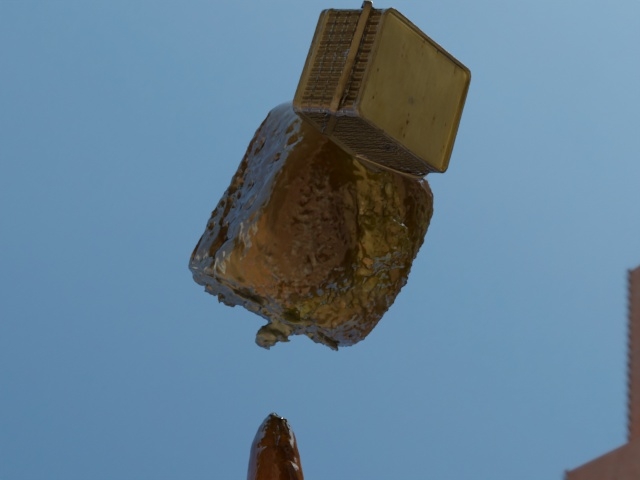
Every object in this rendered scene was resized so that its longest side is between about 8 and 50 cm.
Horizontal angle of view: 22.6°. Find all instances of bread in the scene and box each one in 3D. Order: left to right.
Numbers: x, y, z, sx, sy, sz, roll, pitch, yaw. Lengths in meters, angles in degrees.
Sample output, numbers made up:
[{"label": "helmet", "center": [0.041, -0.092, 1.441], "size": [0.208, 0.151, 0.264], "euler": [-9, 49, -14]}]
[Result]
[{"label": "bread", "center": [0.000, 0.000, 1.614], "size": [0.195, 0.176, 0.246], "euler": [31, -95, -29]}]

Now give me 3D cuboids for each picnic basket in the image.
[{"label": "picnic basket", "center": [0.058, -0.137, 1.473], "size": [0.164, 0.079, 0.115], "euler": [33, -111, -47]}]

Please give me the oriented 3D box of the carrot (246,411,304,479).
[{"label": "carrot", "center": [-0.025, 0.183, 0.695], "size": [0.061, 0.061, 0.257], "euler": [15, -139, -17]}]
